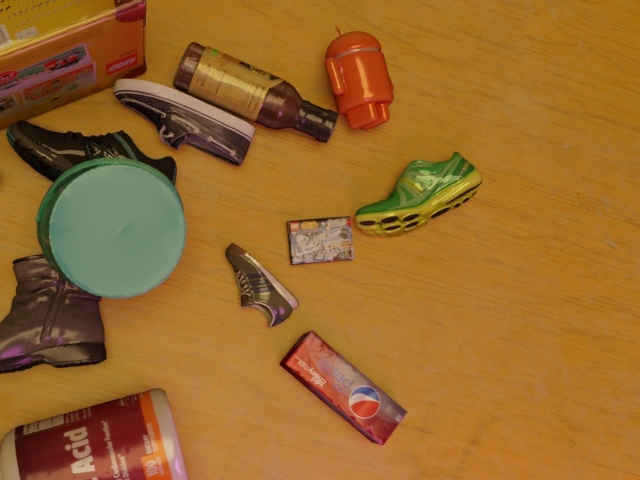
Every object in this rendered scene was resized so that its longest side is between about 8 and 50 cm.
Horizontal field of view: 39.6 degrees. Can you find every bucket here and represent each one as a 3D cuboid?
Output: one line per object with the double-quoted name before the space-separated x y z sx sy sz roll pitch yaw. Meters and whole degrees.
"bucket" -0.380 -0.023 1.639 0.281 0.183 0.281 -1 94 -19

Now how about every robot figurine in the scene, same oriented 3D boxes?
"robot figurine" 0.083 -0.350 1.903 0.158 0.128 0.219 -13 86 -10

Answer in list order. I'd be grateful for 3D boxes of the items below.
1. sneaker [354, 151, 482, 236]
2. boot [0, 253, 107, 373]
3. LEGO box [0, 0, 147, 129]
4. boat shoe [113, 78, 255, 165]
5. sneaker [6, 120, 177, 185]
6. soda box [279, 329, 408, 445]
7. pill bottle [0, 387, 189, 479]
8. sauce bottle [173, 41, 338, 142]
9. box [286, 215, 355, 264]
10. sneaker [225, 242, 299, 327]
"sneaker" 0.201 -0.100 1.915 0.295 0.109 0.123 -24 64 -12
"boot" -0.584 0.141 1.717 0.338 0.118 0.222 -3 80 -23
"LEGO box" -0.584 -0.362 1.643 0.500 0.372 0.193 -25 87 -14
"boat shoe" -0.289 -0.238 1.827 0.301 0.108 0.102 22 77 -15
"sneaker" -0.453 -0.164 1.779 0.341 0.125 0.139 26 74 -17
"soda box" 0.046 0.303 1.823 0.263 0.083 0.092 41 76 -3
"pill bottle" -0.452 0.427 1.634 0.392 0.224 0.224 -15 85 -13
"sauce bottle" -0.131 -0.301 1.862 0.344 0.111 0.111 23 78 -9
"box" 0.000 0.000 1.885 0.137 0.027 0.094 -4 84 -12
"sneaker" -0.138 0.099 1.824 0.192 0.064 0.086 43 72 -6
